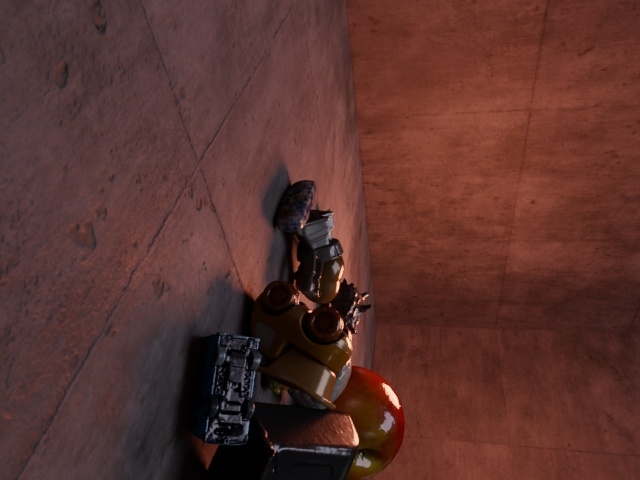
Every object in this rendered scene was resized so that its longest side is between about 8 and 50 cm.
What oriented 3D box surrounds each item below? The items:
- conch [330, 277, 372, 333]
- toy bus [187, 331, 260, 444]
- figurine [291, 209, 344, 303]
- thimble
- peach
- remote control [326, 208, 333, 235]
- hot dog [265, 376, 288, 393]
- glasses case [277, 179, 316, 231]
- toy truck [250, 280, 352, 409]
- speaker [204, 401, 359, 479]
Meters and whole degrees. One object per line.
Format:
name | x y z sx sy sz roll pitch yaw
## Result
conch | 0.095 0.296 2.065 0.313 0.185 0.241 -103 -150 -50
toy bus | -0.175 0.266 0.893 0.090 0.106 0.185 18 67 -33
figurine | -0.010 0.060 1.549 0.342 0.166 0.285 -32 116 -52
thimble | -0.011 0.360 1.446 0.172 0.204 0.250 70 25 -60
peach | 0.102 0.603 1.687 0.388 0.387 0.389 0 90 -78
remote control | 0.001 0.000 1.875 0.293 0.051 0.103 -70 157 -49
hot dog | -0.104 0.278 1.343 0.115 0.072 0.269 80 13 -70
glasses case | -0.069 -0.106 1.452 0.248 0.086 0.065 -76 157 -54
toy truck | -0.049 0.243 1.170 0.212 0.287 0.204 -59 159 -16
speaker | -0.048 0.450 0.989 0.388 0.184 0.180 26 88 -44
